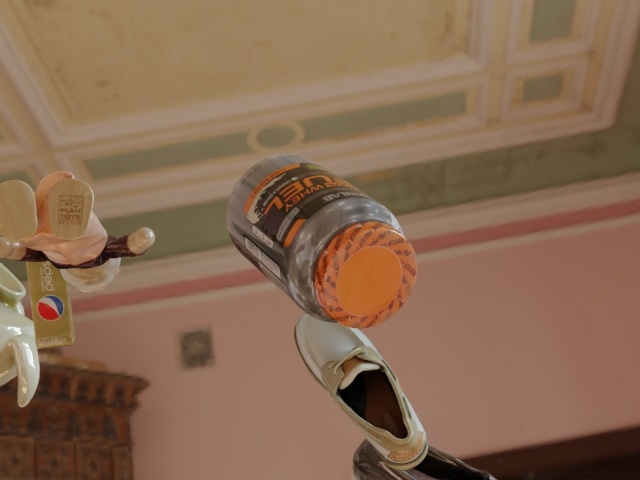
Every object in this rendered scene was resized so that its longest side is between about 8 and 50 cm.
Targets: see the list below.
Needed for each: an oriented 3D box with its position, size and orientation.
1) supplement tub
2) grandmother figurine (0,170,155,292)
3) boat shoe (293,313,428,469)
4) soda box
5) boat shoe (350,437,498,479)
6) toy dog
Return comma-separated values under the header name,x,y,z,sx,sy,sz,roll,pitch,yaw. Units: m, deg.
name,x,y,z,sx,sy,sz,roll,pitch,yaw
supplement tub,0.000,0.000,1.578,0.193,0.316,0.194,-11,-65,-25
grandmother figurine,-0.323,-0.002,1.395,0.207,0.104,0.342,7,-13,-3
boat shoe,0.061,0.210,1.623,0.113,0.302,0.103,-37,-27,-11
soda box,-0.427,0.076,1.658,0.058,0.181,0.061,-6,4,-8
boat shoe,0.213,0.405,1.710,0.335,0.112,0.096,21,-51,-1
toy dog,-0.736,0.268,2.078,0.408,0.395,0.284,-58,-12,13
